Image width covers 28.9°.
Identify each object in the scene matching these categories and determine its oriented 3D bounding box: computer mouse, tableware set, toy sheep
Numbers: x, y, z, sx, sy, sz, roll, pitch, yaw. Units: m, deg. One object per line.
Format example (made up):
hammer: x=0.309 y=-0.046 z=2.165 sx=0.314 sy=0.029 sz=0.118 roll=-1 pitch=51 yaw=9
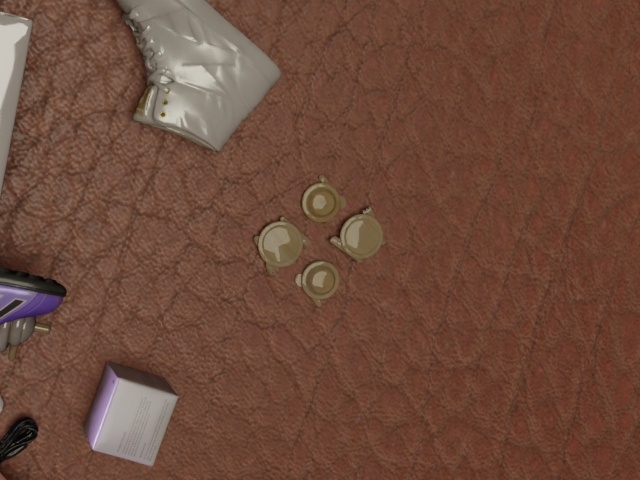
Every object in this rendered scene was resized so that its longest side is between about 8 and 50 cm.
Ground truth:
computer mouse: x=-0.450 y=0.209 z=1.603 sx=0.106 sy=0.042 sz=0.193 roll=-32 pitch=105 yaw=-10
tableware set: x=0.000 y=0.000 z=1.731 sx=0.168 sy=0.020 sz=0.141 roll=-45 pitch=105 yaw=-6
toy sheep: x=-0.410 y=0.103 z=1.582 sx=0.132 sy=0.091 sz=0.091 roll=10 pitch=94 yaw=-13

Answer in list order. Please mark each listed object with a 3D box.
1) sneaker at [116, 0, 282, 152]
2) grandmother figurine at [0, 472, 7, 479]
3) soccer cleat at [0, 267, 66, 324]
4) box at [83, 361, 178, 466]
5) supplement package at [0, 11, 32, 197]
sneaker: x=-0.206 y=-0.236 z=1.591 sx=0.292 sy=0.108 sz=0.169 roll=38 pitch=82 yaw=-19
grandmother figurine: x=-0.506 y=0.246 z=1.540 sx=0.208 sy=0.104 sz=0.342 roll=-45 pitch=99 yaw=-11
soccer cleat: x=-0.467 y=0.084 z=1.491 sx=0.318 sy=0.108 sz=0.117 roll=3 pitch=85 yaw=-11
box: x=-0.252 y=0.227 z=1.637 sx=0.087 sy=0.102 sz=0.101 roll=20 pitch=91 yaw=-21
supplement package: x=-0.460 y=-0.136 z=1.486 sx=0.175 sy=0.177 sz=0.293 roll=10 pitch=94 yaw=-18
